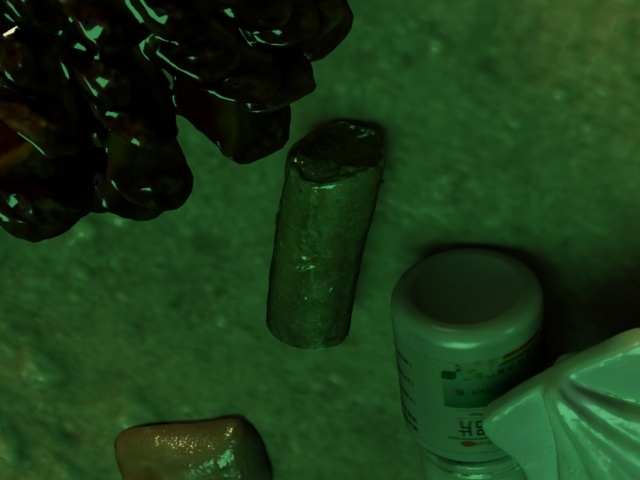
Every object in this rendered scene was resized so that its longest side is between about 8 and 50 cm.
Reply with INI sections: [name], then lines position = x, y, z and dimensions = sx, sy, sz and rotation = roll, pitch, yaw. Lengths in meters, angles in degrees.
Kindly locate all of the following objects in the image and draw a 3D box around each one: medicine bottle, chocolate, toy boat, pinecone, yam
[medicine bottle]
position = 0.082, 0.076, 0.992
dimensions = 0.080, 0.080, 0.130
rotation = 3, 128, 15
[chocolate]
position = -0.082, 0.141, 1.130
dimensions = 0.101, 0.031, 0.064
rotation = -4, 121, 23
[toy boat]
position = 0.213, 0.140, 0.977
dimensions = 0.199, 0.100, 0.290
rotation = -32, 120, 26
[pinecone]
position = -0.130, -0.113, 0.829
dimensions = 0.246, 0.246, 0.292
rotation = 44, 144, -18
[yam]
position = 0.000, 0.000, 0.976
dimensions = 0.054, 0.054, 0.132
rotation = 15, 132, 6
